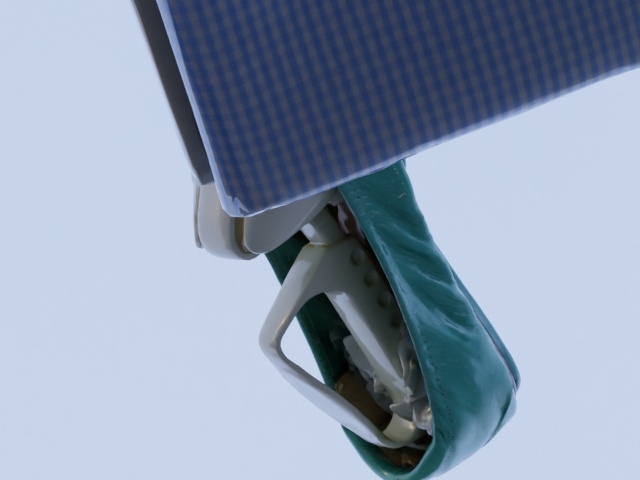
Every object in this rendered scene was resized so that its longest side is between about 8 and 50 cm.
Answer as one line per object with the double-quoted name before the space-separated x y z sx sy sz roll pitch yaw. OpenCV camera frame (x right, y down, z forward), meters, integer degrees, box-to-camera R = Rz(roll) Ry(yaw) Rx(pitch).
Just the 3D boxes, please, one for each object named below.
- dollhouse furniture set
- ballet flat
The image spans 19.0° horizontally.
"dollhouse furniture set" 0.089 -0.056 0.370 0.303 0.198 0.286 -21 -55 -8
"ballet flat" 0.000 0.000 0.762 0.083 0.087 0.247 -4 -56 48
